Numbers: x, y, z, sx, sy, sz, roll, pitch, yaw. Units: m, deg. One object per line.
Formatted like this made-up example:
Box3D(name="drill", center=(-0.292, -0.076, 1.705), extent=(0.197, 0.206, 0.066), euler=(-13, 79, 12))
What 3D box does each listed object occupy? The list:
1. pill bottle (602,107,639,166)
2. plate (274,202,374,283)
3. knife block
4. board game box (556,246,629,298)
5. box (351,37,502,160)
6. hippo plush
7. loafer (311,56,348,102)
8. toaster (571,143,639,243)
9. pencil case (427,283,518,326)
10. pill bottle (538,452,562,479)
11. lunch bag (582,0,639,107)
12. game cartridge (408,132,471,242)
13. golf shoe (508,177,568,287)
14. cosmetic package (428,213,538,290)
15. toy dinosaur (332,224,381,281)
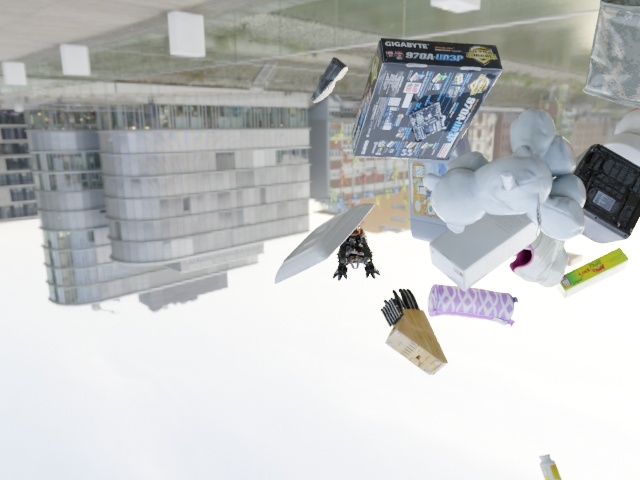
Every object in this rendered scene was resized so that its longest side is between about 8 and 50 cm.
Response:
Box3D(name="pill bottle", center=(0.895, -0.283, 1.255), extent=(0.363, 0.210, 0.210), euler=(-39, -157, -9))
Box3D(name="plate", center=(0.000, 0.000, 1.452), extent=(0.277, 0.045, 0.278), euler=(-28, -165, 49))
Box3D(name="knife block", center=(0.334, 0.301, 1.741), extent=(0.275, 0.088, 0.242), euler=(35, -139, 4))
Box3D(name="board game box", center=(0.755, 0.093, 1.381), extent=(0.181, 0.043, 0.092), euler=(-29, 149, 12))
Box3D(name="box", center=(0.153, -0.210, 0.780), extent=(0.175, 0.051, 0.220), euler=(0, 154, -7))
Box3D(name="hippo plush", center=(0.347, -0.080, 0.959), extent=(0.236, 0.234, 0.294), euler=(-20, -155, 47))
Box3D(name="loafer", center=(0.020, -0.556, 1.723), extent=(0.061, 0.170, 0.062), euler=(48, -160, 9))
Box3D(name="toaster", center=(0.611, -0.103, 1.096), extent=(0.185, 0.168, 0.110), euler=(32, 168, 5))
Box3D(name="pencil case", center=(0.362, 0.158, 1.195), extent=(0.206, 0.086, 0.088), euler=(7, -129, 0))
Box3D(name="pill bottle", center=(0.610, 0.611, 1.315), extent=(0.043, 0.083, 0.043), euler=(-13, 160, -5))
Box3D(name="lunch bag", center=(0.681, -0.369, 0.929), extent=(0.287, 0.235, 0.169), euler=(34, -104, 33))
Box3D(name="game cartridge", center=(0.306, -0.132, 1.271), extent=(0.062, 0.297, 0.198), euler=(-11, -165, -24))
Box3D(name="golf shoe", center=(0.595, -0.031, 1.317), extent=(0.140, 0.306, 0.115), euler=(11, -178, -5))
Box3D(name="cosmetic package", center=(0.376, 0.002, 1.145), extent=(0.231, 0.085, 0.117), euler=(-33, -133, -11))
Box3D(name="toy dinosaur", center=(0.112, 0.024, 1.789), extent=(0.164, 0.218, 0.322), euler=(-15, 145, 20))
